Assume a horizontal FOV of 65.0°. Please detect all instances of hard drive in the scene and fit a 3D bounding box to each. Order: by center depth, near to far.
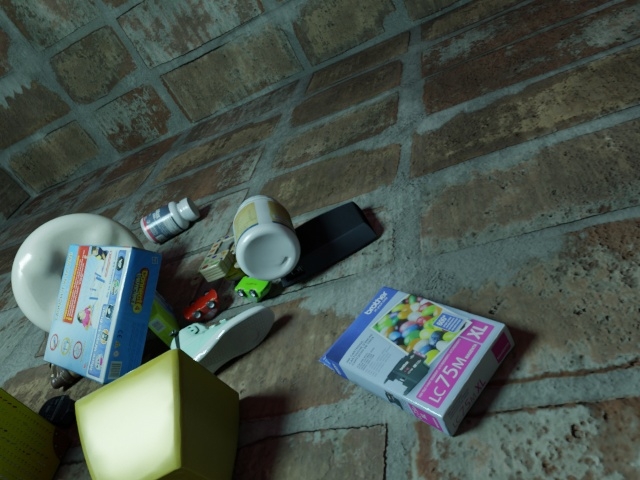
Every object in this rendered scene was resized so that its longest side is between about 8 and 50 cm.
[{"bbox_3d":[0.000,0.000,1.244,0.255,0.054,0.172,-29,31,5],"label":"hard drive"}]

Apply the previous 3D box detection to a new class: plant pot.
[{"bbox_3d":[-0.263,0.349,0.854,0.212,0.212,0.187,-29,45,5],"label":"plant pot"}]

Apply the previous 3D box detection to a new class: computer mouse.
[{"bbox_3d":[-0.571,0.408,1.187,0.242,0.041,0.071,-6,48,25],"label":"computer mouse"}]

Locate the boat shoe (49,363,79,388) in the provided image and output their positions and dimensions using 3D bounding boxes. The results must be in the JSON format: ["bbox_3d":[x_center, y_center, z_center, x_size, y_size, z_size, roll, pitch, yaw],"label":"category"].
[{"bbox_3d":[-0.713,0.327,1.381,0.073,0.073,0.207,-36,31,-11],"label":"boat shoe"}]

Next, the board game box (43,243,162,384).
[{"bbox_3d":[-0.536,0.167,1.225,0.302,0.086,0.307,2,79,40],"label":"board game box"}]

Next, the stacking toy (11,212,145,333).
[{"bbox_3d":[-0.750,0.109,1.563,0.350,0.350,0.480,-47,19,-24],"label":"stacking toy"}]

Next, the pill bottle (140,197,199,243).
[{"bbox_3d":[-0.520,-0.073,1.748,0.180,0.107,0.108,-29,31,4],"label":"pill bottle"}]

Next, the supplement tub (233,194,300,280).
[{"bbox_3d":[-0.132,-0.012,1.186,0.145,0.144,0.199,-29,31,4],"label":"supplement tub"}]

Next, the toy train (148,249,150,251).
[{"bbox_3d":[-0.639,0.090,1.700,0.158,0.027,0.036,-48,24,-25],"label":"toy train"}]

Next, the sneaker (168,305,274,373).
[{"bbox_3d":[-0.230,0.200,1.115,0.256,0.094,0.151,-36,37,-3],"label":"sneaker"}]

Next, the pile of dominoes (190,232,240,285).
[{"bbox_3d":[-0.243,0.017,1.345,0.196,0.040,0.251,-21,25,18],"label":"pile of dominoes"}]

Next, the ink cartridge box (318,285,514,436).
[{"bbox_3d":[0.141,0.181,0.863,0.186,0.065,0.311,-46,32,-23],"label":"ink cartridge box"}]

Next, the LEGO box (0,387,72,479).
[{"bbox_3d":[-0.841,0.386,1.000,0.373,0.500,0.193,-19,34,19],"label":"LEGO box"}]

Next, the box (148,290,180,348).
[{"bbox_3d":[-0.408,0.190,1.276,0.042,0.109,0.178,-38,32,-8],"label":"box"}]

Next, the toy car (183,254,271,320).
[{"bbox_3d":[-0.203,0.122,1.251,0.225,0.053,0.239,-1,43,39],"label":"toy car"}]
